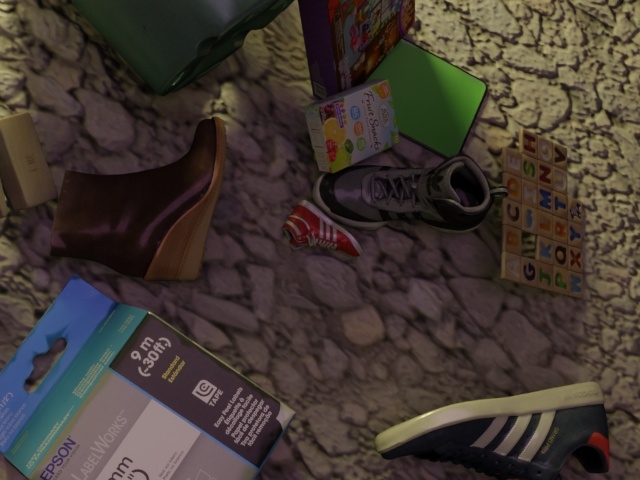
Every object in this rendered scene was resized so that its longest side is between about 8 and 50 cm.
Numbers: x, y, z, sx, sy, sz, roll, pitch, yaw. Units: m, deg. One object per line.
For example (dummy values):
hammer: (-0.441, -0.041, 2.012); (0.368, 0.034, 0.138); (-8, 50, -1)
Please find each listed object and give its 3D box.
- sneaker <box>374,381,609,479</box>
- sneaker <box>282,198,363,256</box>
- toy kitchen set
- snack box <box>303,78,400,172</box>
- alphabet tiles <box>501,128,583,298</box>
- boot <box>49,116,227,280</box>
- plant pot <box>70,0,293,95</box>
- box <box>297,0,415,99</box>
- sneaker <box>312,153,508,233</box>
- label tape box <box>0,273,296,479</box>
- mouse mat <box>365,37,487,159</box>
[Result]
sneaker: (0.251, 0.293, 1.219); (0.350, 0.131, 0.148); (-6, 75, -15)
sneaker: (0.000, 0.000, 1.270); (0.118, 0.042, 0.067); (38, 68, 5)
toy kitchen set: (-0.489, -0.075, 1.148); (0.207, 0.166, 0.122); (-30, 109, -51)
snack box: (0.048, -0.168, 1.282); (0.141, 0.037, 0.100); (-27, 115, -34)
alphabet tiles: (0.337, -0.042, 1.330); (0.198, 0.009, 0.237); (14, 73, -39)
boot: (-0.244, -0.074, 1.203); (0.207, 0.090, 0.248); (14, 79, -12)
plant pot: (-0.218, -0.398, 1.173); (0.341, 0.341, 0.334); (-40, 96, -18)
box: (0.056, -0.343, 1.230); (0.057, 0.293, 0.201); (32, 72, 19)
sneaker: (0.131, -0.075, 1.259); (0.269, 0.153, 0.101); (6, 76, -12)
label tape box: (-0.245, 0.231, 1.127); (0.348, 0.115, 0.249); (36, 73, -5)
mouse mat: (0.157, -0.226, 1.376); (0.190, 0.007, 0.152); (27, 73, -5)
